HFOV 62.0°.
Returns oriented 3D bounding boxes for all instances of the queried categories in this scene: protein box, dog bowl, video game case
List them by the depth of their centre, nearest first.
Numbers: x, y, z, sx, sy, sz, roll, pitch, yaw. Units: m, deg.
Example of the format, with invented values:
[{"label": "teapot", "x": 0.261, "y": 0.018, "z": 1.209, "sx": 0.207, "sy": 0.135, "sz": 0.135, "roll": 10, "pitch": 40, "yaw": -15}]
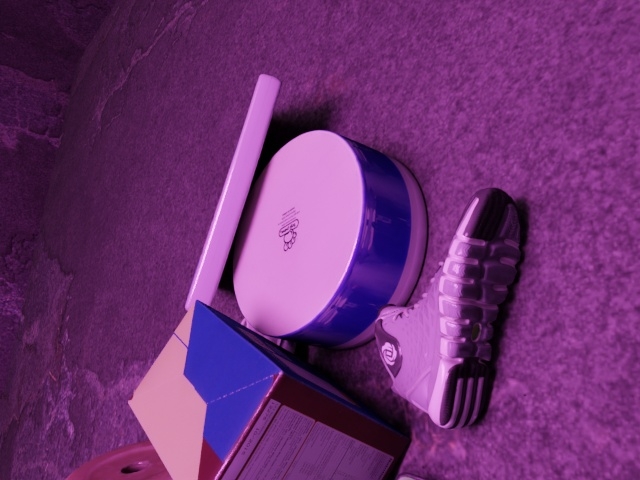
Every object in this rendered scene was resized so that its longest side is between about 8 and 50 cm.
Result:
[{"label": "protein box", "x": -0.057, "y": 0.191, "z": 0.567, "sx": 0.200, "sy": 0.201, "sz": 0.136, "roll": 22, "pitch": 76, "yaw": 53}, {"label": "dog bowl", "x": 0.000, "y": 0.000, "z": 0.677, "sx": 0.265, "sy": 0.104, "sz": 0.264, "roll": -25, "pitch": 57, "yaw": 45}, {"label": "video game case", "x": -0.139, "y": -0.067, "z": 0.838, "sx": 0.300, "sy": 0.036, "sz": 0.328, "roll": -164, "pitch": 91, "yaw": -79}]

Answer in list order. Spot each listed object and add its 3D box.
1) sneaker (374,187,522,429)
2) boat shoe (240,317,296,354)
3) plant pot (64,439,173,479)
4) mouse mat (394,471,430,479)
[{"label": "sneaker", "x": 0.110, "y": 0.056, "z": 0.532, "sx": 0.132, "sy": 0.086, "sz": 0.228, "roll": 10, "pitch": 85, "yaw": 56}, {"label": "boat shoe", "x": -0.141, "y": 0.216, "z": 0.737, "sx": 0.267, "sy": 0.088, "sz": 0.096, "roll": -52, "pitch": 25, "yaw": 18}, {"label": "plant pot", "x": -0.179, "y": 0.350, "z": 0.567, "sx": 0.263, "sy": 0.263, "sz": 0.229, "roll": -6, "pitch": 92, "yaw": 51}, {"label": "mouse mat", "x": 0.132, "y": 0.296, "z": 0.443, "sx": 0.190, "sy": 0.007, "sz": 0.152, "roll": 1, "pitch": 76, "yaw": 40}]
